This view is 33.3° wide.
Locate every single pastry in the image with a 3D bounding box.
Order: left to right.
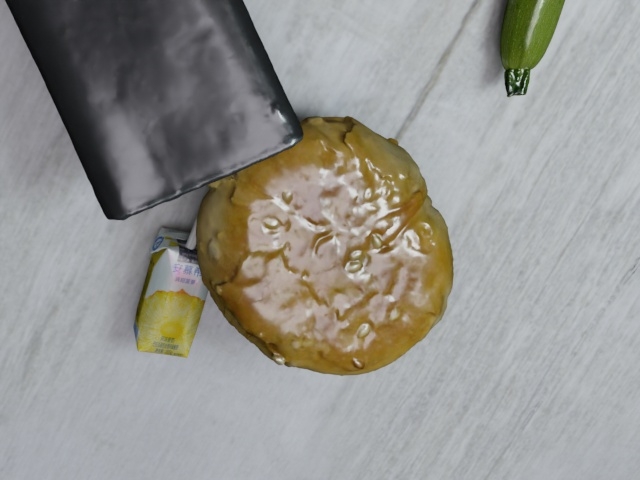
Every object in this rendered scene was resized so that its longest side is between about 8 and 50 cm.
[{"bbox_3d":[0.000,0.000,1.252,0.284,0.184,0.315,-40,110,0],"label":"pastry"}]

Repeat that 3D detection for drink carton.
[{"bbox_3d":[-0.171,0.040,1.298,0.084,0.074,0.200,12,112,-18],"label":"drink carton"}]

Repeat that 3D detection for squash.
[{"bbox_3d":[0.250,-0.291,1.230,0.066,0.066,0.252,5,115,-15],"label":"squash"}]

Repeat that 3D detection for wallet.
[{"bbox_3d":[-0.199,-0.240,1.085,0.228,0.062,0.406,-23,100,4],"label":"wallet"}]
